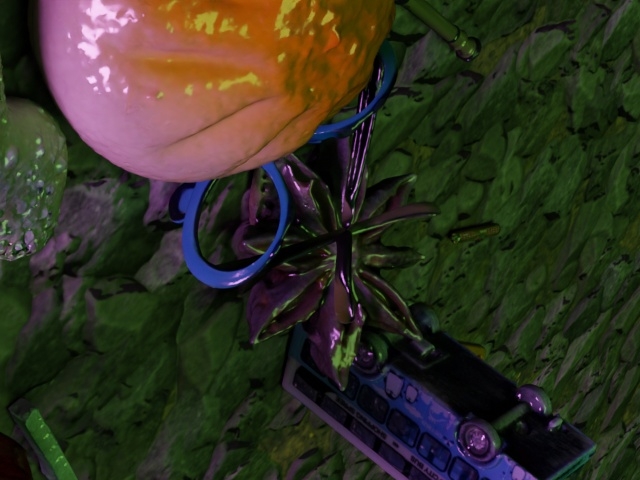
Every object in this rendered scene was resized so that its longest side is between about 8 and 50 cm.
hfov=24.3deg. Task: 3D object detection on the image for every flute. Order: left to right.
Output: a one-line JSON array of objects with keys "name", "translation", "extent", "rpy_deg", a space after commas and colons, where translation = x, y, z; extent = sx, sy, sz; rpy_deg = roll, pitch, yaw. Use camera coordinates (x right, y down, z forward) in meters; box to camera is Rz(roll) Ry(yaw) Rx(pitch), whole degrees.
[{"name": "flute", "translation": [0.086, -0.205, 1.307], "extent": [0.027, 0.027, 0.233], "rpy_deg": [-60, 149, 3]}]

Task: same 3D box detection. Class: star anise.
[{"name": "star anise", "translation": [0.001, 0.000, 1.297], "extent": [0.230, 0.081, 0.262], "rpy_deg": [-45, 118, -22]}]

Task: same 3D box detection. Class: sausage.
[{"name": "sausage", "translation": [0.169, -0.008, 1.613], "extent": [0.100, 0.015, 0.015], "rpy_deg": [-10, 125, -52]}]

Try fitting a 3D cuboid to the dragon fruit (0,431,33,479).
[{"name": "dragon fruit", "translation": [-0.275, 0.206, 0.935], "extent": [0.228, 0.286, 0.329], "rpy_deg": [-55, 132, -14]}]

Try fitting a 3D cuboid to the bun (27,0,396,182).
[{"name": "bun", "translation": [-0.046, -0.167, 1.014], "extent": [0.299, 0.165, 0.299], "rpy_deg": [-36, 142, -35]}]

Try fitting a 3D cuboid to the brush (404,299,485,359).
[{"name": "brush", "translation": [0.128, 0.126, 1.677], "extent": [0.272, 0.013, 0.103], "rpy_deg": [18, 102, -60]}]

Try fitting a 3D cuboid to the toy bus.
[{"name": "toy bus", "translation": [0.101, 0.157, 1.389], "extent": [0.106, 0.297, 0.131], "rpy_deg": [-24, 142, -44]}]

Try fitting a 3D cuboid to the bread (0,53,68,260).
[{"name": "bread", "translation": [-0.240, -0.047, 0.938], "extent": [0.172, 0.064, 0.232], "rpy_deg": [-49, 147, -20]}]

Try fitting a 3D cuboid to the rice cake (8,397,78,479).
[{"name": "rice cake", "translation": [-0.221, 0.166, 1.192], "extent": [0.021, 0.022, 0.121], "rpy_deg": [-44, 147, -22]}]

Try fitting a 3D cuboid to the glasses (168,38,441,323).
[{"name": "glasses", "translation": [0.017, -0.036, 1.189], "extent": [0.207, 0.102, 0.239], "rpy_deg": [35, 84, -25]}]
